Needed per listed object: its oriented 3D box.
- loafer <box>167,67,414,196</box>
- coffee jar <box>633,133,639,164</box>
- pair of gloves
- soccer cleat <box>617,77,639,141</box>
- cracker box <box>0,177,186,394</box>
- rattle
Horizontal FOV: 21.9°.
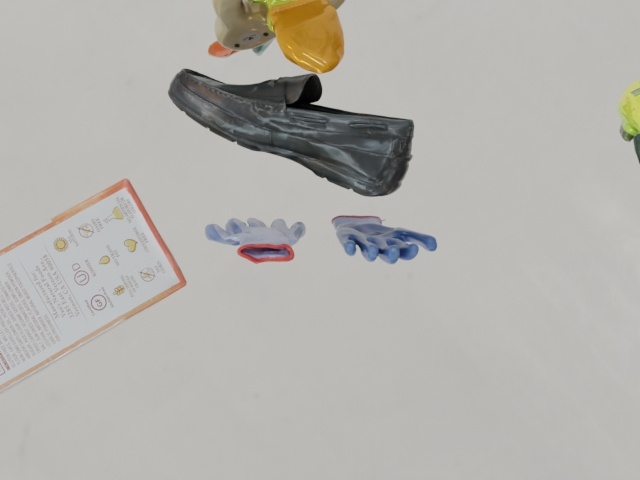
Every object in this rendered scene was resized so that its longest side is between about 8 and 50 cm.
[{"bbox_3d":[-0.024,-0.108,1.406,0.223,0.076,0.078,22,105,16],"label":"loafer"},{"bbox_3d":[0.399,-0.106,1.576,0.184,0.096,0.079,-8,86,43],"label":"coffee jar"},{"bbox_3d":[0.000,0.000,1.454,0.198,0.159,0.023,1,101,-9],"label":"pair of gloves"},{"bbox_3d":[0.287,-0.077,1.002,0.093,0.289,0.121,19,94,-26],"label":"soccer cleat"},{"bbox_3d":[-0.196,0.058,0.849,0.232,0.155,0.067,-30,94,-18],"label":"cracker box"},{"bbox_3d":[-0.035,-0.167,1.450,0.143,0.130,0.199,61,141,13],"label":"rattle"}]
